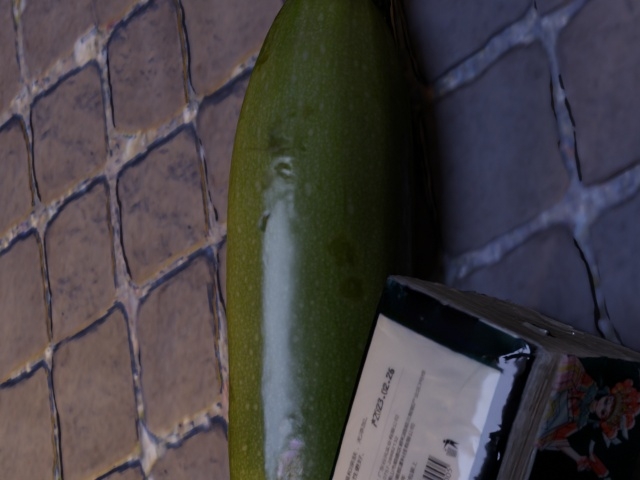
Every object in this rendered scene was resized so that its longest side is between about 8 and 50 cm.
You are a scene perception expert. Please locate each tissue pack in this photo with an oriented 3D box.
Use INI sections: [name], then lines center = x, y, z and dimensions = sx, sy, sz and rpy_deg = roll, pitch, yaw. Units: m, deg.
[tissue pack]
center = 0.058, 0.110, 0.783
dimensions = 0.103, 0.090, 0.170
rpy_deg = 26, 101, 51

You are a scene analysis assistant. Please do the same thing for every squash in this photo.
[squash]
center = 0.000, 0.000, 0.881
dimensions = 0.094, 0.094, 0.340
rpy_deg = -12, 73, 51
